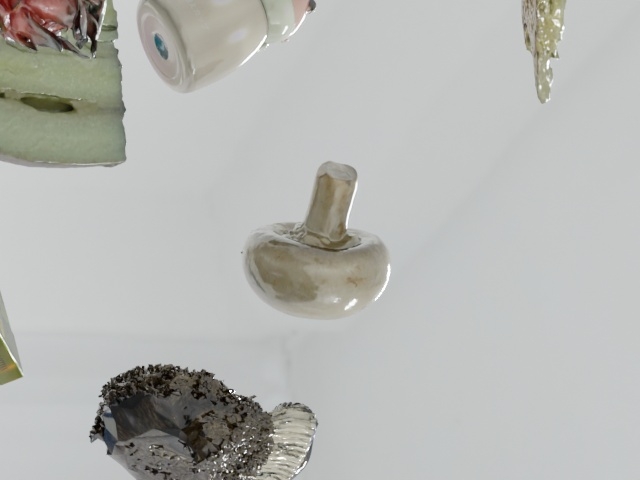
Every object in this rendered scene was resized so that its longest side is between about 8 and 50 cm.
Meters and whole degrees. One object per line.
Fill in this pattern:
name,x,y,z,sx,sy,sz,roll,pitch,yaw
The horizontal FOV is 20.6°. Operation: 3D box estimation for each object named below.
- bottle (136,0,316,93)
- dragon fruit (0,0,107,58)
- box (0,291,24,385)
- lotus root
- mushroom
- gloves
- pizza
bottle,-0.119,-0.308,2.417,0.147,0.236,0.147,47,-28,35
dragon fruit,-0.260,-0.226,1.609,0.121,0.142,0.130,-36,-138,49
box,-0.353,0.039,1.802,0.121,0.030,0.193,74,-7,-52
lotus root,-0.358,-0.204,1.931,0.149,0.260,0.267,0,-85,48
mushroom,0.000,0.000,2.408,0.207,0.207,0.215,37,-60,60
gloves,-0.144,0.247,2.196,0.210,0.312,0.135,-32,-127,42
pizza,0.194,-0.246,1.558,0.181,0.034,0.262,-94,177,-64
